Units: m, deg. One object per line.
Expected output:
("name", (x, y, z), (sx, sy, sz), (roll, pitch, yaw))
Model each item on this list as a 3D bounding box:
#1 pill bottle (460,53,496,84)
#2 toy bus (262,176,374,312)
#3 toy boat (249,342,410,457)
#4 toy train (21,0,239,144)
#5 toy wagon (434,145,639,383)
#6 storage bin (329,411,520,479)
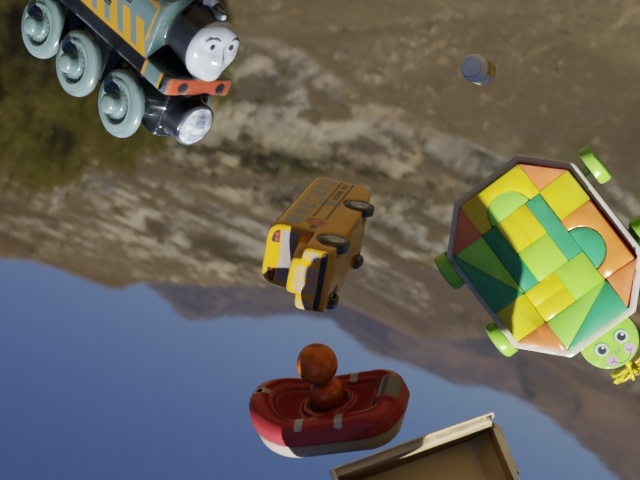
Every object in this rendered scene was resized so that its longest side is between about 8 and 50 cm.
("pill bottle", (0.243, -0.266, 2.028), (0.043, 0.043, 0.083), (26, -171, 18))
("toy bus", (0.000, 0.000, 2.058), (0.130, 0.108, 0.332), (15, -158, 9))
("toy boat", (0.005, 0.216, 1.879), (0.231, 0.151, 0.151), (-10, -157, 18))
("toy train", (-0.222, -0.252, 1.499), (0.142, 0.190, 0.334), (-6, -140, -46))
("toy wagon", (0.335, 0.049, 1.791), (0.344, 0.267, 0.068), (53, -167, 4))
("storage bin", (0.173, 0.402, 1.775), (0.123, 0.260, 0.262), (102, 148, -68))
